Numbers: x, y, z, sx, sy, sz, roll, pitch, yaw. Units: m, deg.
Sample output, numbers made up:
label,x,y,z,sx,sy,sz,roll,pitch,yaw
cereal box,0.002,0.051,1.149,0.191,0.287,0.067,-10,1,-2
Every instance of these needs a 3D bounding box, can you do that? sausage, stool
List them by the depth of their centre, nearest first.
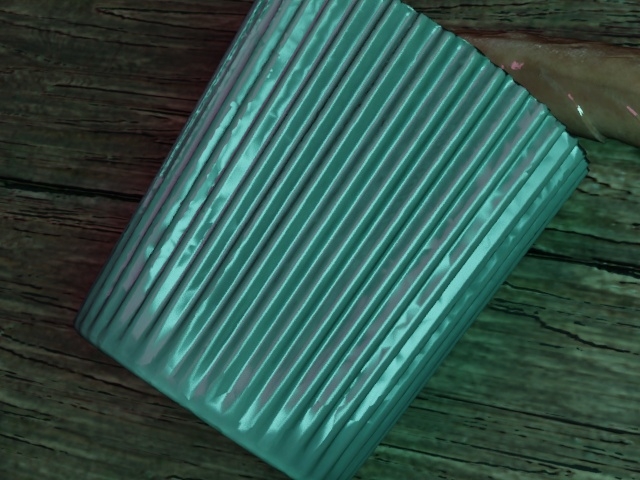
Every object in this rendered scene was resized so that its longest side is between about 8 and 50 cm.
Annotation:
label,x,y,z,sx,sy,sz,roll,pitch,yaw
stool,0.000,0.000,1.423,0.297,0.297,0.330,29,83,36
sausage,0.263,-0.112,1.470,0.433,0.088,0.088,15,71,33
